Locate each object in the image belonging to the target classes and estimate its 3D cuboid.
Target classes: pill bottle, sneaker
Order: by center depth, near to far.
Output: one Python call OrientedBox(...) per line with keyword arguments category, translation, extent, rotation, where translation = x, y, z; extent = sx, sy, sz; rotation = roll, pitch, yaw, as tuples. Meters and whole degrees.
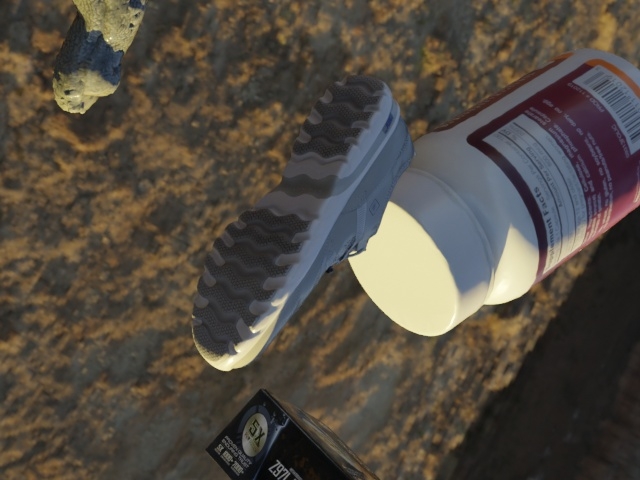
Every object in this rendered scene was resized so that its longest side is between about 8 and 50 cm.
OrientedBox(category="sneaker", translation=(0.000, 0.000, 0.870), extent=(0.281, 0.105, 0.115), rotation=(-55, 134, -6))
OrientedBox(category="pill bottle", translation=(0.230, -0.061, 1.227), extent=(0.392, 0.224, 0.224), rotation=(-32, 141, -28))

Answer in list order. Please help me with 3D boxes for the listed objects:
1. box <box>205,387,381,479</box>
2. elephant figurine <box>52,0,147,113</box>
OrientedBox(category="box", translation=(0.000, 0.228, 0.923), extent=(0.077, 0.147, 0.180), rotation=(-48, 150, -2))
OrientedBox(category="elephant figurine", translation=(-0.122, -0.226, 0.544), extent=(0.239, 0.169, 0.186), rotation=(-38, -151, 43))
